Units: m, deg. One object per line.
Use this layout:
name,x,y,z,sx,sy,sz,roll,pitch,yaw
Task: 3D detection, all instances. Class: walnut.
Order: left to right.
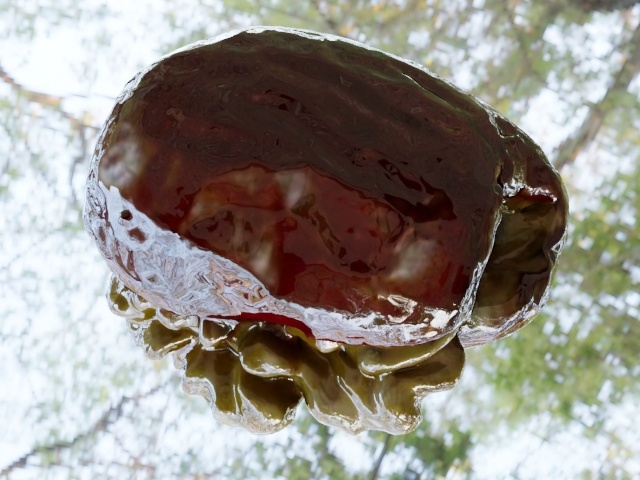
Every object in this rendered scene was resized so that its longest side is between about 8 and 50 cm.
walnut,0.000,0.000,0.907,0.269,0.222,0.244,16,-104,24
